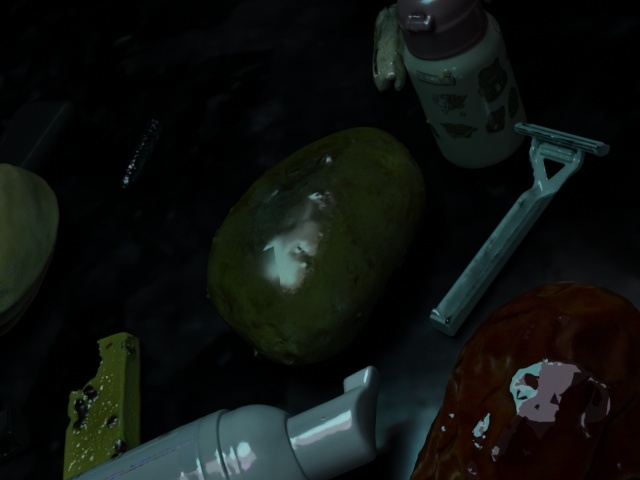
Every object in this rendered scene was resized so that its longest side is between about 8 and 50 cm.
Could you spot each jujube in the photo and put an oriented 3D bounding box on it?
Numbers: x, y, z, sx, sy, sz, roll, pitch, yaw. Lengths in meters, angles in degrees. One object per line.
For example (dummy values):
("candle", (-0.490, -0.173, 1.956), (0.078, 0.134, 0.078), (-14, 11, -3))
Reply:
("jujube", (0.176, 0.201, 0.690), (0.216, 0.216, 0.342), (25, 82, 39))

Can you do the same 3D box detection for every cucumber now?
("cucumber", (-0.281, -0.132, 1.302), (0.032, 0.032, 0.133), (0, 55, 27))

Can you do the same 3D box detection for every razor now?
("razor", (0.213, -0.010, 0.943), (0.111, 0.056, 0.278), (25, 75, 40))

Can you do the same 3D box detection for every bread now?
("bread", (-0.260, 0.214, 0.997), (0.088, 0.049, 0.226), (-22, 46, 10))

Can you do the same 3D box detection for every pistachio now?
("pistachio", (-0.479, 0.005, 1.206), (0.181, 0.162, 0.293), (7, 48, -9))

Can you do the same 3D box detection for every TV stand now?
("TV stand", (-0.493, 0.294, 1.058), (0.256, 0.040, 0.049), (-28, 46, 4))

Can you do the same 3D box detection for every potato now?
("potato", (0.000, 0.000, 0.954), (0.210, 0.173, 0.307), (23, 65, 41))

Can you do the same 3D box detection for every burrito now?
("burrito", (0.102, -0.287, 1.219), (0.058, 0.045, 0.188), (-18, 48, 28))

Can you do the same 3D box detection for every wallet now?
("wallet", (-0.528, -0.143, 1.431), (0.149, 0.044, 0.250), (3, 56, 34))

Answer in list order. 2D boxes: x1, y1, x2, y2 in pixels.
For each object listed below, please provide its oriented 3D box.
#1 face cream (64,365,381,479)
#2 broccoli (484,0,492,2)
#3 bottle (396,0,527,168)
("face cream", (-0.096, 0.244, 0.822), (0.369, 0.145, 0.145), (-26, 46, 8))
("broccoli", (0.160, -0.478, 1.127), (0.353, 0.397, 0.275), (-5, 77, 18))
("bottle", (0.164, -0.207, 0.979), (0.120, 0.253, 0.120), (-14, 49, 16))
